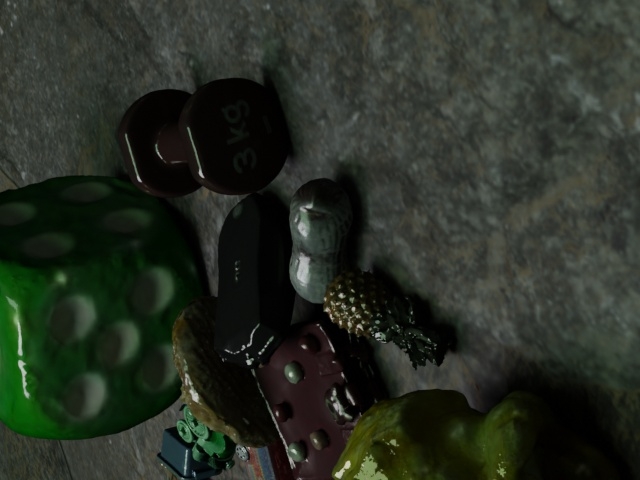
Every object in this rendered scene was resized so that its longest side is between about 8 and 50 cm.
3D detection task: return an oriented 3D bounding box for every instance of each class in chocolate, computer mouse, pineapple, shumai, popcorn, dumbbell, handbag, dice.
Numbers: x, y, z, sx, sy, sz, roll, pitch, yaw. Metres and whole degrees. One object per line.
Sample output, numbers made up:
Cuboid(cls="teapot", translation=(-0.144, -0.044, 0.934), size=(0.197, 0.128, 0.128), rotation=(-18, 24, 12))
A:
Cuboid(cls="chocolate", translation=(0.000, 0.000, 1.553), size=(0.072, 0.072, 0.167), rotation=(41, 143, 40))
Cuboid(cls="computer mouse", translation=(-0.074, 0.050, 1.673), size=(0.122, 0.073, 0.217), rotation=(-30, 51, 50))
Cuboid(cls="pineapple", translation=(0.076, 0.089, 1.493), size=(0.159, 0.074, 0.074), rotation=(29, 133, 38))
Cuboid(cls="shumai", translation=(-0.131, 0.176, 1.806), size=(0.209, 0.161, 0.153), rotation=(53, 149, -8))
Cuboid(cls="popcorn", translation=(0.141, 0.251, 1.327), size=(0.276, 0.276, 0.225), rotation=(127, 152, -57))
Cuboid(cls="dumbbell", translation=(-0.145, -0.121, 1.661), size=(0.225, 0.124, 0.140), rotation=(0, 108, 60))
Cuboid(cls="handbag", translation=(0.004, 0.195, 1.675), size=(0.216, 0.074, 0.203), rotation=(-17, 94, 61))
Cuboid(cls="dice", translation=(-0.351, 0.090, 1.978), size=(0.297, 0.300, 0.287), rotation=(33, 132, 48))

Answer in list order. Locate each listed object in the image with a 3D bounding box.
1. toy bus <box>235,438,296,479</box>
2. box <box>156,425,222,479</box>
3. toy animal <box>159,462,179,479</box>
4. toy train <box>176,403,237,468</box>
Cuboid(cls="toy bus", translation=(-0.063, 0.317, 1.880), size=(0.077, 0.065, 0.192), rotation=(4, 113, 50))
Cuboid(cls="box", translation=(-0.199, 0.321, 2.111), size=(0.099, 0.074, 0.054), rotation=(28, 118, 50))
Cuboid(cls="toy animal", translation=(-0.176, 0.441, 2.134), size=(0.255, 0.090, 0.170), rotation=(14, 117, 53))
Cuboid(cls="toy train", translation=(-0.145, 0.262, 1.979), size=(0.104, 0.071, 0.178), rotation=(48, 145, 14))
